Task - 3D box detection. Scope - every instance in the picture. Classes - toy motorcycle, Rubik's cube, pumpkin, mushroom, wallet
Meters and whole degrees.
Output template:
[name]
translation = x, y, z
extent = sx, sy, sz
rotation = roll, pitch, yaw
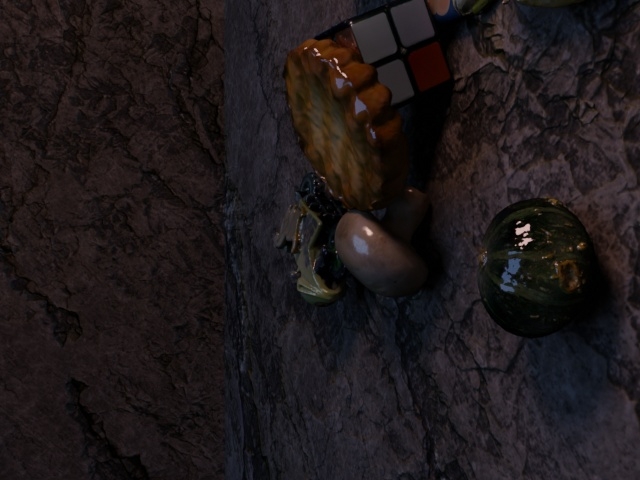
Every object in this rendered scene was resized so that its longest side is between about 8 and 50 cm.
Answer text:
[toy motorcycle]
translation = 0.000, 0.000, 1.598
extent = 0.410, 0.169, 0.237
rotation = -116, 40, -57
[Rubik's cube]
translation = 0.112, -0.337, 1.235
extent = 0.180, 0.167, 0.183
rotation = 67, 163, -12
[pumpkin]
translation = 0.289, 0.037, 0.898
extent = 0.190, 0.146, 0.190
rotation = -6, -90, -83
[mushroom]
translation = 0.130, 0.007, 1.284
extent = 0.206, 0.209, 0.206
rotation = 32, 148, 23
[wallet]
translation = 0.213, -0.456, 1.205
extent = 0.202, 0.059, 0.141
rotation = -170, 74, -69

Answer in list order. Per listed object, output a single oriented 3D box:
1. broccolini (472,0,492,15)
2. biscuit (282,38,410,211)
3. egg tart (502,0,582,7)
[broccolini]
translation = 0.283, -0.495, 1.042
extent = 0.123, 0.062, 0.271
rotation = -104, 24, -45
[biscuit]
translation = 0.049, -0.202, 1.167
extent = 0.326, 0.107, 0.325
rotation = 49, 157, 29
[egg tart]
translation = 0.298, -0.470, 0.841
extent = 0.341, 0.132, 0.341
rotation = 13, 105, 55
